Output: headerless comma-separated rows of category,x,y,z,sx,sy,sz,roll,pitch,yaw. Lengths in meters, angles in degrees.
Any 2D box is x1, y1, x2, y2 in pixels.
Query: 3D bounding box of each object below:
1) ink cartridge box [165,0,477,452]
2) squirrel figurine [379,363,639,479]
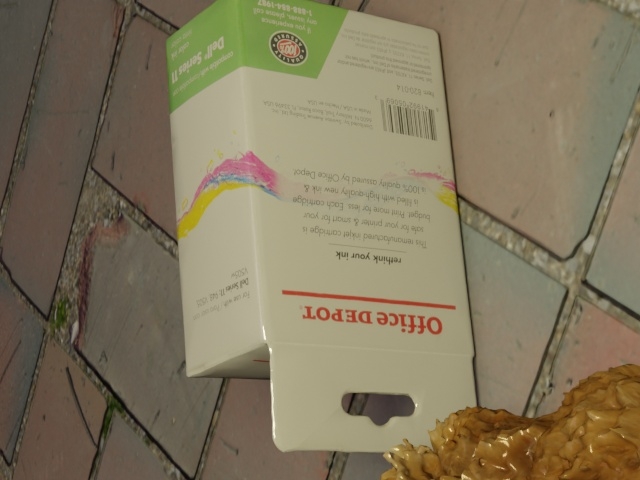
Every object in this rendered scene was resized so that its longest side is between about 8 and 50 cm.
ink cartridge box,0.000,0.000,1.201,0.119,0.207,0.353,-25,64,50
squirrel figurine,0.161,0.285,0.935,0.370,0.281,0.397,119,155,-46
